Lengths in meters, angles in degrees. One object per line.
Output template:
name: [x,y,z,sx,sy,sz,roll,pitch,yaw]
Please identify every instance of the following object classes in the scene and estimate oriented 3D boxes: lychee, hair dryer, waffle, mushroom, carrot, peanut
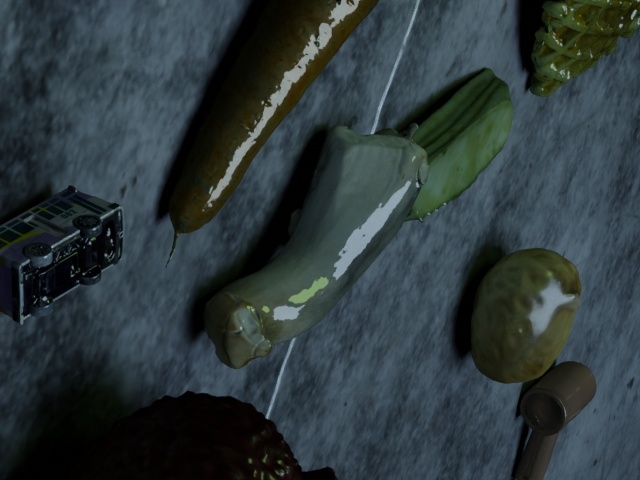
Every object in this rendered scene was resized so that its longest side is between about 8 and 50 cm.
lychee: [-0.097,0.245,1.473,0.260,0.260,0.260,-46,147,-42]
hair dryer: [0.279,0.243,2.491,0.117,0.064,0.182,-30,143,-57]
waffle: [0.296,-0.250,2.053,0.208,0.054,0.214,-42,160,-22]
mushroom: [0.001,0.001,1.662,0.278,0.099,0.096,-52,146,-27]
carrot: [-0.044,-0.109,1.514,0.298,0.078,0.078,-59,154,-12]
peanut: [0.218,0.081,2.166,0.140,0.109,0.159,5,117,-54]

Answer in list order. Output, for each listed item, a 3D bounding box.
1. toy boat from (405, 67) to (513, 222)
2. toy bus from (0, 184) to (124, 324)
toy boat: [0.112,-0.079,1.874,0.293,0.055,0.093,-39,139,-49]
toy bus: [-0.181,0.007,1.322,0.102,0.058,0.052,-35,140,-44]
